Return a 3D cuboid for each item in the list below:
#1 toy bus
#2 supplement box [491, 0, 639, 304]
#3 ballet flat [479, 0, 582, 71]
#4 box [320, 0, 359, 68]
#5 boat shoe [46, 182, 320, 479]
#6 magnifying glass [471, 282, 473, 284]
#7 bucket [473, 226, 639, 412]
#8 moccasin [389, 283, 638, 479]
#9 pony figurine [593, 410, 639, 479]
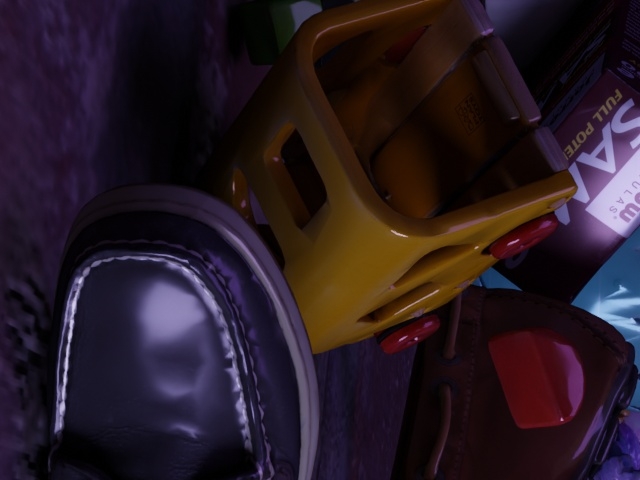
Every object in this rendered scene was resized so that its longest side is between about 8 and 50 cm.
[{"bbox_3d":[0.002,-0.010,0.601,0.104,0.191,0.202,-19,119,-30],"label":"toy bus"},{"bbox_3d":[0.159,-0.074,0.901,0.130,0.073,0.239,-52,-174,29],"label":"supplement box"},{"bbox_3d":[0.134,-0.249,0.848,0.139,0.139,0.400,-74,162,-46],"label":"ballet flat"},{"bbox_3d":[0.048,-0.130,0.917,0.232,0.058,0.322,-26,117,-76],"label":"box"},{"bbox_3d":[-0.044,0.092,0.476,0.073,0.080,0.223,-78,170,-58],"label":"boat shoe"},{"bbox_3d":[0.076,0.029,0.898,0.092,0.026,0.231,-69,160,-53],"label":"magnifying glass"},{"bbox_3d":[0.215,0.013,1.431,0.281,0.183,0.281,2,90,-78],"label":"bucket"},{"bbox_3d":[0.030,0.165,0.718,0.139,0.147,0.380,103,12,-57],"label":"moccasin"},{"bbox_3d":[0.276,0.199,1.682,0.351,0.303,0.363,-57,-170,32],"label":"pony figurine"}]
